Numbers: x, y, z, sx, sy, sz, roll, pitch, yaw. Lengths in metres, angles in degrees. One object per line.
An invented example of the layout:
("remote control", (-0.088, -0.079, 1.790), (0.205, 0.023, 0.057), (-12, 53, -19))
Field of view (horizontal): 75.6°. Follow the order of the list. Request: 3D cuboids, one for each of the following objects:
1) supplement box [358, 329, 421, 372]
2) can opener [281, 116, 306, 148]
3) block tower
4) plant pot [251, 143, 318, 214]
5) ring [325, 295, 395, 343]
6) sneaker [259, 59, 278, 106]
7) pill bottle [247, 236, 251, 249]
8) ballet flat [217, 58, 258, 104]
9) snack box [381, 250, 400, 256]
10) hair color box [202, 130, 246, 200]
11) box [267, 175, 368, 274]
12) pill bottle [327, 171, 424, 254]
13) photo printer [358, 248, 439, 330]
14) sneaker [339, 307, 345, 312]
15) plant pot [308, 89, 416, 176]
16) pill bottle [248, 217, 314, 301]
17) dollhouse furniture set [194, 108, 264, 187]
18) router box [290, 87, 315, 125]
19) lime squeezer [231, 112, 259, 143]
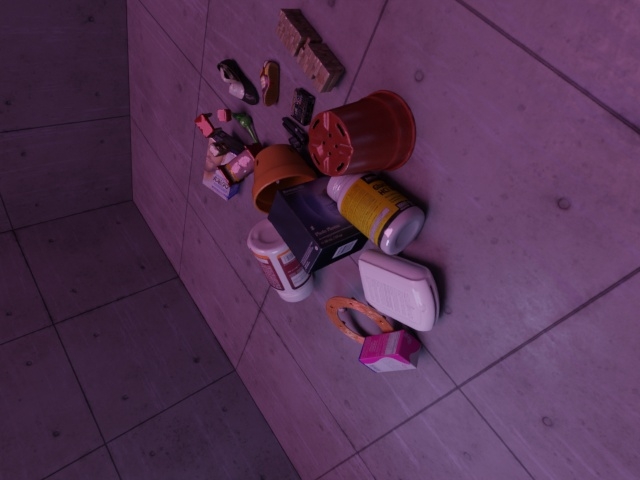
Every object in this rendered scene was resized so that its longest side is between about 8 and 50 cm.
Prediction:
("supplement box", (0.273, 0.442, 1.635), (0.111, 0.114, 0.220), (40, 143, -21))
("can opener", (-0.116, -0.466, 1.755), (0.186, 0.073, 0.059), (58, 151, 29))
("block tower", (-0.043, -0.694, 1.508), (0.336, 0.091, 0.097), (58, 143, 14))
("plant pot", (-0.162, -0.269, 1.757), (0.291, 0.290, 0.204), (-52, 49, 51))
("ring", (0.171, 0.345, 1.745), (0.336, 0.032, 0.337), (26, 147, 18))
("sneaker", (-0.225, -0.677, 1.781), (0.084, 0.069, 0.186), (45, 133, 42))
("pill bottle", (-0.303, 0.017, 2.208), (0.180, 0.108, 0.108), (11, 116, 49))
("ballet flat", (-0.401, -0.736, 1.942), (0.280, 0.096, 0.095), (54, 142, 17))
("snack box", (0.273, 0.026, 1.541), (0.064, 0.022, 0.178), (46, 139, 24))
("hair color box", (-0.517, -0.397, 2.221), (0.185, 0.110, 0.339), (35, 136, 7))
("box", (0.003, -0.074, 1.601), (0.294, 0.296, 0.183), (52, 142, 20))
("pill bottle", (0.181, -0.119, 1.442), (0.334, 0.187, 0.188), (43, 138, 29))
("photo printer", (0.291, 0.181, 1.503), (0.307, 0.107, 0.256), (21, 136, 45))
("sneaker", (0.087, 0.304, 1.929), (0.083, 0.032, 0.037), (23, 112, 38))
("plant pot", (0.120, -0.334, 1.341), (0.272, 0.265, 0.273), (27, 128, 42))
("pill bottle", (-0.162, 0.095, 1.889), (0.224, 0.224, 0.392), (33, 154, 38))
("dollhouse furniture set", (-0.434, -0.465, 1.960), (0.201, 0.152, 0.374), (-32, 96, 25))
("router box", (-0.073, -0.541, 1.673), (0.092, 0.038, 0.122), (44, 138, 28))
("lime squeezer", (-0.386, -0.590, 2.054), (0.310, 0.059, 0.110), (46, 169, 25))
